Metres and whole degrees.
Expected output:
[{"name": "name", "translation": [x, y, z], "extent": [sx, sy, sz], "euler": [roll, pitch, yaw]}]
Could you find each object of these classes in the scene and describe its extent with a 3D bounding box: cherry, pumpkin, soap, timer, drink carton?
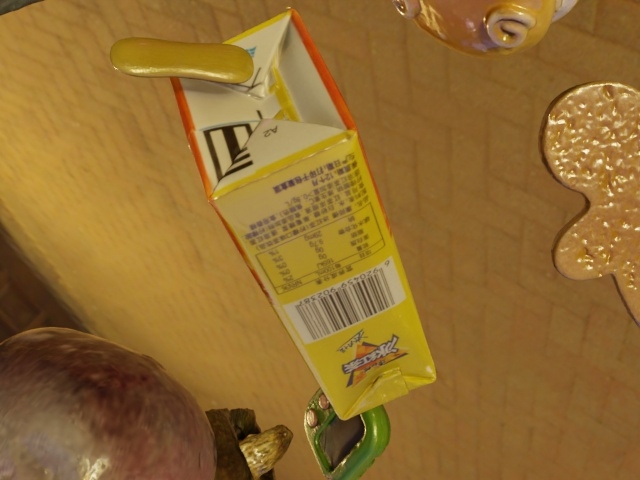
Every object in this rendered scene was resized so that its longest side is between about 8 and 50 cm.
[{"name": "cherry", "translation": [-0.188, 0.177, 0.693], "extent": [0.266, 0.183, 0.213], "euler": [35, 163, 21]}, {"name": "pumpkin", "translation": [-0.136, 0.268, 0.961], "extent": [0.317, 0.221, 0.139], "euler": [74, -177, -75]}, {"name": "soap", "translation": [-0.085, -0.112, 0.520], "extent": [0.012, 0.089, 0.034], "euler": [113, 151, -52]}, {"name": "timer", "translation": [0.034, 0.243, 1.105], "extent": [0.140, 0.047, 0.128], "euler": [-57, 45, 35]}, {"name": "drink carton", "translation": [0.000, 0.000, 0.704], "extent": [0.351, 0.111, 0.155], "euler": [64, -178, -52]}]

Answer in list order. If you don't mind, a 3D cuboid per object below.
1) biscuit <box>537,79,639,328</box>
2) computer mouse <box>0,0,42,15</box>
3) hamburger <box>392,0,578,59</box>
[{"name": "biscuit", "translation": [0.246, -0.013, 0.620], "extent": [0.240, 0.158, 0.035], "euler": [54, -173, -8]}, {"name": "computer mouse", "translation": [-0.205, -0.268, 0.609], "extent": [0.122, 0.371, 0.188], "euler": [50, 149, 7]}, {"name": "hamburger", "translation": [0.220, -0.389, 1.128], "extent": [0.261, 0.186, 0.303], "euler": [33, 148, 21]}]
